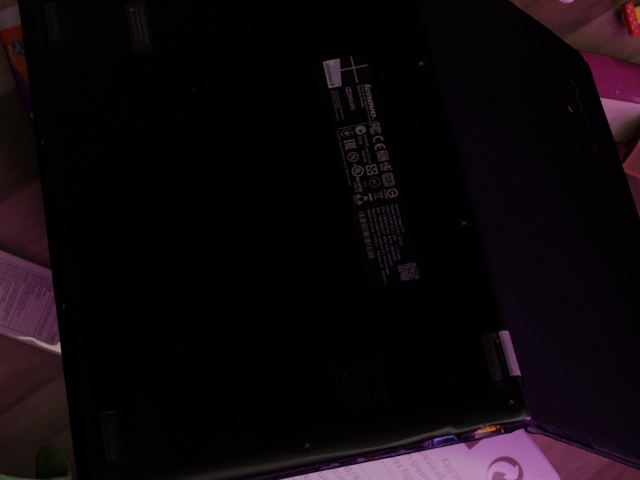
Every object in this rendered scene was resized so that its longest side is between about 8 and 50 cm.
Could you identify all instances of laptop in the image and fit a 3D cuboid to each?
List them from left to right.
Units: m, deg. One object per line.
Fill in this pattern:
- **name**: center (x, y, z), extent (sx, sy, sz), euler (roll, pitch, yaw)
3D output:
- **laptop**: center (0.038, 0.002, 1.108), extent (0.408, 0.236, 0.381), euler (-12, 61, -1)

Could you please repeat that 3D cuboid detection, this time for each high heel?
- **high heel**: center (0.206, -0.141, 1.356), extent (0.244, 0.082, 0.117), euler (24, 42, -3)

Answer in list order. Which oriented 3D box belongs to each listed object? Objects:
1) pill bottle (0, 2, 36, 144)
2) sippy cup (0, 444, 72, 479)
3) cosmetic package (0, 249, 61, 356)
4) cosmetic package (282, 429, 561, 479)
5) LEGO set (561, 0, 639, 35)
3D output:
- **pill bottle**: center (-0.156, -0.088, 1.187), extent (0.108, 0.108, 0.193), euler (-20, 99, -18)
- **sippy cup**: center (-0.335, 0.184, 1.070), extent (0.305, 0.224, 0.240), euler (32, 82, -17)
- **cosmetic package**: center (-0.226, 0.041, 1.203), extent (0.115, 0.041, 0.060), euler (25, 83, -20)
- **cosmetic package**: center (-0.075, 0.252, 1.159), extent (0.453, 0.230, 0.161), euler (-38, 92, -16)
- **LEGO set**: center (0.289, -0.259, 1.374), extent (0.244, 0.060, 0.182), euler (24, 88, -20)
